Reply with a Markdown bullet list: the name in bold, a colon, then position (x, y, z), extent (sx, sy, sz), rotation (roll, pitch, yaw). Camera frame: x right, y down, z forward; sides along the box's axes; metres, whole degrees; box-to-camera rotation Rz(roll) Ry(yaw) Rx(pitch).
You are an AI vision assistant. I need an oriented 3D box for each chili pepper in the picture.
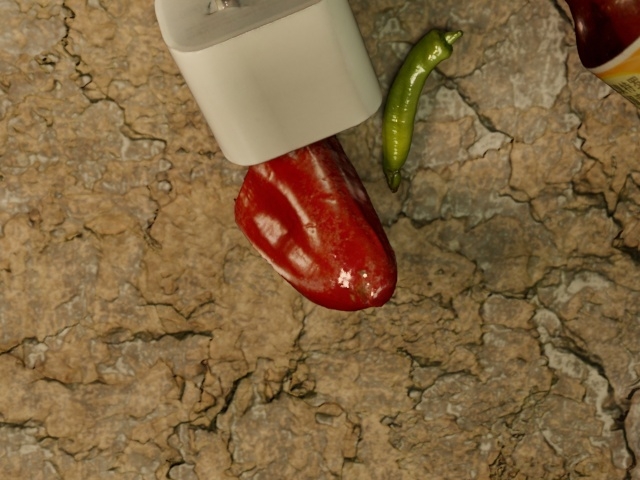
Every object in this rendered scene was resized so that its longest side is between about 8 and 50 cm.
- **chili pepper**: position (0.000, 0.000, 1.644), extent (0.144, 0.252, 0.136), rotation (-24, 134, -5)
- **chili pepper**: position (0.096, -0.152, 1.701), extent (0.049, 0.043, 0.208), rotation (2, 122, -37)

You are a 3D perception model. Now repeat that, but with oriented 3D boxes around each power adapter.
- **power adapter**: position (-0.058, -0.213, 1.548), extent (0.187, 0.124, 0.255), rotation (-22, 142, 2)

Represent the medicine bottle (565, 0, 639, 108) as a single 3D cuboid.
- **medicine bottle**: position (0.324, -0.287, 1.576), extent (0.395, 0.242, 0.242), rotation (35, 106, -6)
